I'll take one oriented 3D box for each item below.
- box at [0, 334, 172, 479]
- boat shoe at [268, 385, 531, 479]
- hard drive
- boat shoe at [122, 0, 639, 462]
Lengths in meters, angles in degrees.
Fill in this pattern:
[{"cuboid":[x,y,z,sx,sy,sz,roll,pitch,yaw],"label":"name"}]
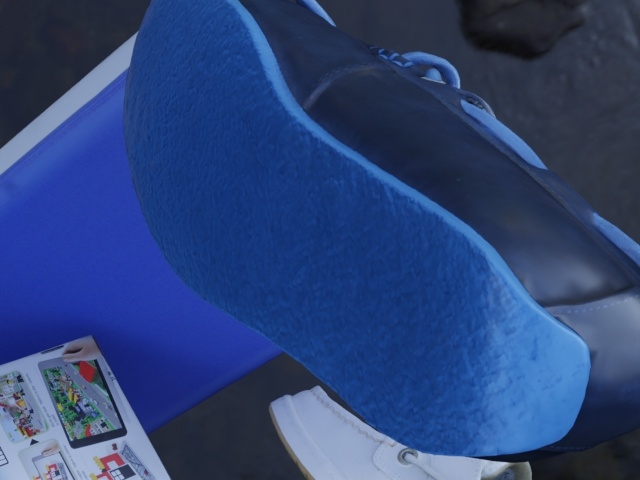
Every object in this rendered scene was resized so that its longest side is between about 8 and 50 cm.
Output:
[{"cuboid":[-0.125,0.158,0.882,0.114,0.036,0.207,-18,71,-41],"label":"box"},{"cuboid":[0.076,0.150,0.886,0.096,0.277,0.098,-45,137,-5],"label":"boat shoe"},{"cuboid":[-0.108,0.017,0.936,0.210,0.319,0.040,30,43,-32],"label":"hard drive"},{"cuboid":[0.016,-0.005,0.509,0.089,0.258,0.109,3,120,-32],"label":"boat shoe"}]
